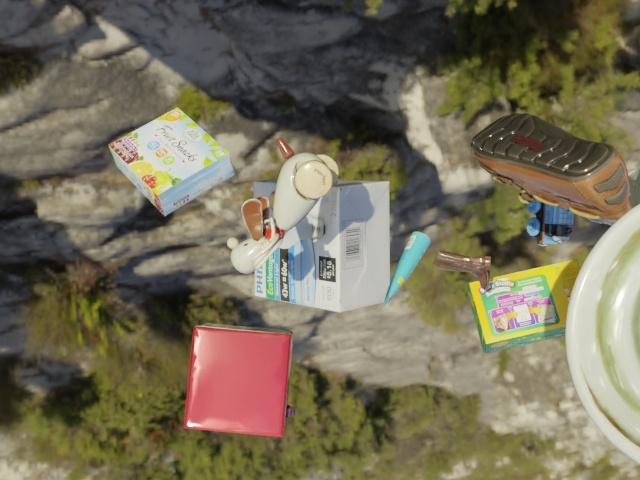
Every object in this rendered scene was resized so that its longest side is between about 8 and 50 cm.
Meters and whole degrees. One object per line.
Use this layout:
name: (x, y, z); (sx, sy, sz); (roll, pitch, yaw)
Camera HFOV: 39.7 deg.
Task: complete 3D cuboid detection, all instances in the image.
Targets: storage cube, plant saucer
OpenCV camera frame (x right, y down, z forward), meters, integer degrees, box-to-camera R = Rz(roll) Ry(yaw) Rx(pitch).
storage cube: (-0.151, 0.266, 1.725); (0.215, 0.193, 0.183); (4, 176, 0)
plant saucer: (0.525, 0.121, 1.176); (0.400, 0.400, 0.100); (-27, 148, 36)

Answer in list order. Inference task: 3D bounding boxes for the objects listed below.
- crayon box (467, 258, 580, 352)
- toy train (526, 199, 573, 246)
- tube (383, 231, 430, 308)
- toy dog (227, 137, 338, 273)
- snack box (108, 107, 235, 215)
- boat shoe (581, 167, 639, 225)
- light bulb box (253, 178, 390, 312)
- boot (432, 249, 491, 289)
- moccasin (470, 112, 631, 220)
crayon box: (0.516, 0.161, 2.174); (0.278, 0.165, 0.081); (-13, 153, 3)
toy train: (0.510, -0.077, 1.940); (0.080, 0.184, 0.105); (1, -177, -30)
tube: (0.206, 0.073, 2.189); (0.052, 0.207, 0.080); (27, 156, 10)
toy dog: (-0.105, -0.093, 1.974); (0.334, 0.161, 0.220); (-48, -178, -11)
snack box: (-0.306, -0.166, 1.819); (0.174, 0.207, 0.070); (-32, 142, -20)
boat shoe: (0.604, -0.085, 1.829); (0.103, 0.118, 0.320); (-2, -175, 31)
light bulb box: (0.000, 0.000, 2.584); (0.361, 0.358, 0.225); (6, -170, 44)
boot: (0.285, 0.059, 1.792); (0.114, 0.037, 0.106); (4, 140, 10)
moccasin: (0.389, -0.125, 1.521); (0.139, 0.380, 0.147); (-41, 120, -13)
